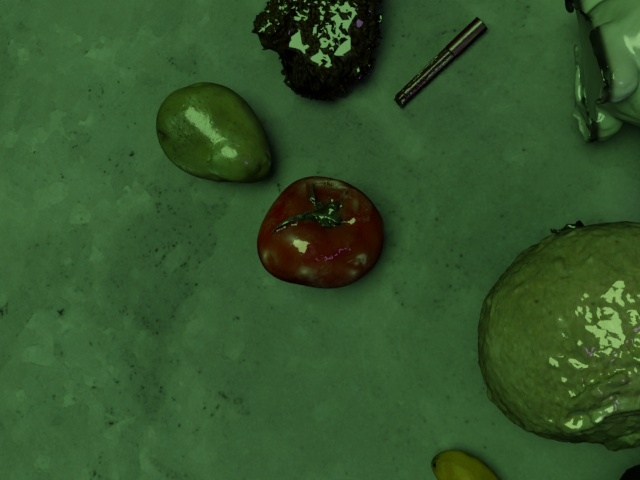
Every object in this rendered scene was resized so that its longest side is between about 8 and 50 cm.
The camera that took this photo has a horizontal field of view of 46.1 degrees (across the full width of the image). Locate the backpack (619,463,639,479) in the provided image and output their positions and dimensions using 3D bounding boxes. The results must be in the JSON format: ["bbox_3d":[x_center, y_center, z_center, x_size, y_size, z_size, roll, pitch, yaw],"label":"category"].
[{"bbox_3d":[0.452,0.359,0.727,0.363,0.445,0.255,21,83,23],"label":"backpack"}]

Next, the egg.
[{"bbox_3d":[0.330,0.114,0.911,0.310,0.279,0.279,-49,65,39],"label":"egg"}]

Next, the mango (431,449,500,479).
[{"bbox_3d":[0.216,0.375,1.018,0.098,0.075,0.190,-22,67,11],"label":"mango"}]

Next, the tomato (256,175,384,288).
[{"bbox_3d":[0.000,0.000,1.116,0.186,0.151,0.187,6,49,-7],"label":"tomato"}]

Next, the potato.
[{"bbox_3d":[-0.163,-0.165,1.214,0.194,0.157,0.157,36,96,24],"label":"potato"}]

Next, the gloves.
[{"bbox_3d":[0.002,-0.377,1.189,0.210,0.135,0.313,-7,81,16],"label":"gloves"}]

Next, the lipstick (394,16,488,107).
[{"bbox_3d":[0.182,-0.273,1.160,0.176,0.027,0.027,-42,69,12],"label":"lipstick"}]

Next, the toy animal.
[{"bbox_3d":[0.506,-0.239,0.946,0.357,0.194,0.258,-7,82,10],"label":"toy animal"}]
